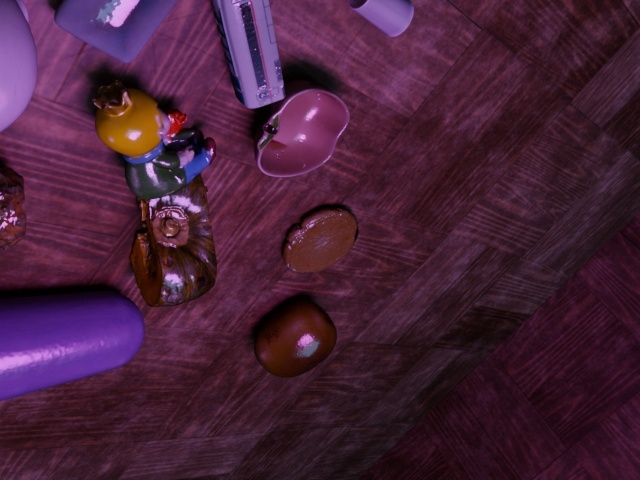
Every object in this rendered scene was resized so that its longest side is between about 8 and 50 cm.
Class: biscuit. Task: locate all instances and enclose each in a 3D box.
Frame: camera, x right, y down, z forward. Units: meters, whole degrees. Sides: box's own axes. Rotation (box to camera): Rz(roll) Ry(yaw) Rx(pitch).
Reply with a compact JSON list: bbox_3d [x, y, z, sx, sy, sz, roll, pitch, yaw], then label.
[{"bbox_3d":[0.000,0.000,1.635,0.226,0.042,0.226,-21,144,-16],"label":"biscuit"}]

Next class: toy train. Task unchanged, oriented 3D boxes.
[{"bbox_3d":[-0.133,-0.395,1.028,0.088,0.086,0.407,-21,143,-9],"label":"toy train"}]

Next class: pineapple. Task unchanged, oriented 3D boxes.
[{"bbox_3d":[-0.629,-0.047,1.003,0.310,0.141,0.170,-1,159,-28],"label":"pineapple"}]

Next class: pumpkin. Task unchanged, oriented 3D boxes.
[{"bbox_3d":[-0.313,-0.006,1.343,0.139,0.190,0.280,-9,95,-31],"label":"pumpkin"}]

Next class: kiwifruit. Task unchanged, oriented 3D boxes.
[{"bbox_3d":[-0.073,0.274,1.775,0.234,0.196,0.196,-32,146,8],"label":"kiwifruit"}]

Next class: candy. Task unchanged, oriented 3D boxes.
[{"bbox_3d":[-0.290,-0.356,0.954,0.174,0.071,0.138,-46,143,17],"label":"candy"}]

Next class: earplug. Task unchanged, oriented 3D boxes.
[{"bbox_3d":[-0.572,0.206,1.284,0.456,0.215,0.215,-6,136,-39],"label":"earplug"}]

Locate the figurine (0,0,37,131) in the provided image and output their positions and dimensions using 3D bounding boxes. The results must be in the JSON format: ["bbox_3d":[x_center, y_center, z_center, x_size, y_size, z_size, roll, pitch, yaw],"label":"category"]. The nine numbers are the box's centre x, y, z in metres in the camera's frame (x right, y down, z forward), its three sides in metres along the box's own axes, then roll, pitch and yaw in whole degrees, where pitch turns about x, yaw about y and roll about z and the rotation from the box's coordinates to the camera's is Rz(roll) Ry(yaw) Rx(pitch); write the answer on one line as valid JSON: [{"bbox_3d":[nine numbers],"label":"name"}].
[{"bbox_3d":[-0.474,-0.273,0.782,0.253,0.211,0.361,-6,135,-34],"label":"figurine"}]

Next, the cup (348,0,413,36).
[{"bbox_3d":[0.117,-0.446,1.190,0.116,0.074,0.104,15,98,-42],"label":"cup"}]

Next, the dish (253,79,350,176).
[{"bbox_3d":[-0.054,-0.233,1.277,0.213,0.090,0.213,-24,145,-18],"label":"dish"}]

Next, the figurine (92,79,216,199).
[{"bbox_3d":[-0.286,-0.191,1.119,0.185,0.127,0.234,-29,135,-16],"label":"figurine"}]
